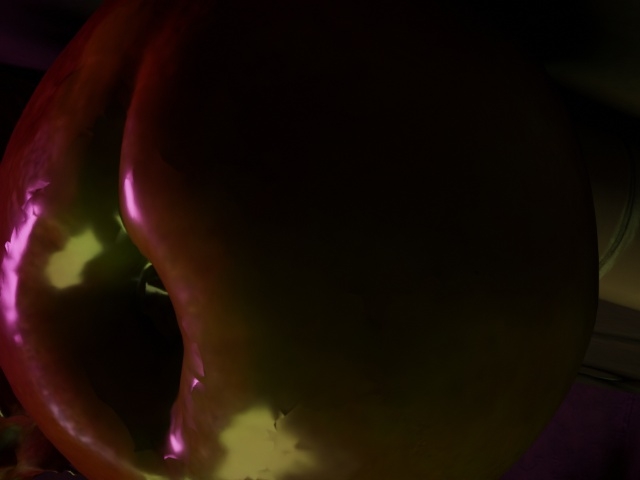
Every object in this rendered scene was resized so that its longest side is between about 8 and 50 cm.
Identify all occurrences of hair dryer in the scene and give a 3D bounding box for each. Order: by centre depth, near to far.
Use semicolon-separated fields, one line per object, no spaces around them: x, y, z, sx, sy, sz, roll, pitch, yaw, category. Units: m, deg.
0.122;-0.036;1.051;0.189;0.106;0.344;16;-179;-27;hair dryer

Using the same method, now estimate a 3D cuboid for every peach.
0.000;0.000;0.748;0.308;0.307;0.332;7;-163;40;peach

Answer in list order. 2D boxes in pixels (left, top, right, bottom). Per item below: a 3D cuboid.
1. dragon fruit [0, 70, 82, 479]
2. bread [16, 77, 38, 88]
-0.265;0.022;1.025;0.249;0.386;0.371;-27;180;6;dragon fruit
-0.242;-0.071;1.307;0.239;0.111;0.246;15;175;17;bread
